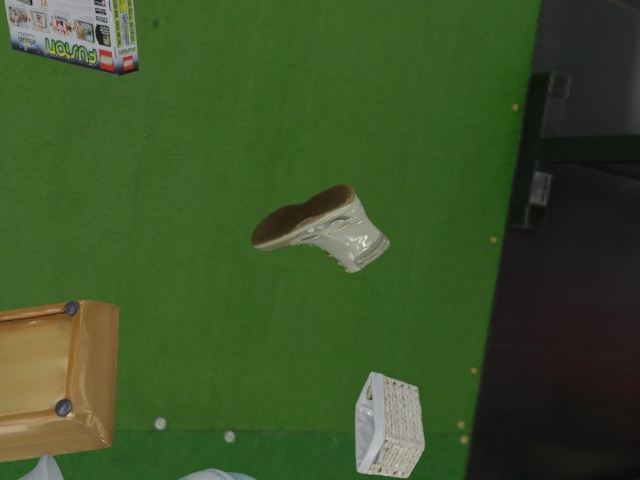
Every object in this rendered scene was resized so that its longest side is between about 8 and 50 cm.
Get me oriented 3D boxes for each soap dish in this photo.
[{"bbox_3d":[-0.455,0.209,1.120,0.290,0.118,0.229,-9,59,5],"label":"soap dish"}]

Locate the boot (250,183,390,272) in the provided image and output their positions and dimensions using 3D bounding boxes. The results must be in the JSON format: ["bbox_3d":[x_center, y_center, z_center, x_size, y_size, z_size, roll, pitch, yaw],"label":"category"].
[{"bbox_3d":[0.000,0.000,1.326,0.165,0.213,0.077,48,28,-40],"label":"boot"}]

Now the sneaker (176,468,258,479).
[{"bbox_3d":[-0.018,0.259,0.619,0.208,0.127,0.319,-17,141,-25],"label":"sneaker"}]

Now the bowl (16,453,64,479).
[{"bbox_3d":[-0.320,0.402,0.823,0.134,0.298,0.298,-19,103,-19],"label":"bowl"}]

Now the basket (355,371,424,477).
[{"bbox_3d":[0.130,0.352,1.419,0.103,0.167,0.113,14,125,-9],"label":"basket"}]

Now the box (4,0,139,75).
[{"bbox_3d":[-0.316,-0.281,0.931,0.036,0.206,0.114,-34,134,-47],"label":"box"}]
